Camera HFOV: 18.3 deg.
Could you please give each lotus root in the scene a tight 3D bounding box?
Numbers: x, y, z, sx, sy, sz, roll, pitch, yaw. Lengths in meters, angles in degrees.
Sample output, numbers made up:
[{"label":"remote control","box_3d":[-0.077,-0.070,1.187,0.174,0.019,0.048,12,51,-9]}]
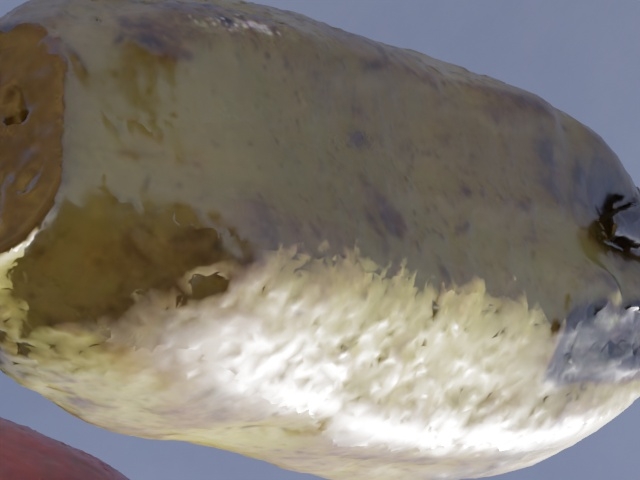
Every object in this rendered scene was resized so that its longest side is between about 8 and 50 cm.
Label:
[{"label":"lotus root","box_3d":[0.000,0.000,0.481,0.097,0.258,0.110,-18,-111,35]}]

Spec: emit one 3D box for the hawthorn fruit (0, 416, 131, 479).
[{"label":"hawthorn fruit","box_3d":[-0.158,0.211,0.967,0.307,0.276,0.276,-1,-67,-11]}]
